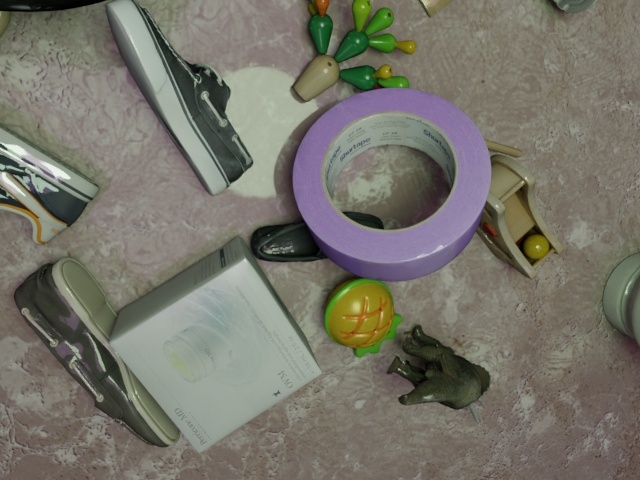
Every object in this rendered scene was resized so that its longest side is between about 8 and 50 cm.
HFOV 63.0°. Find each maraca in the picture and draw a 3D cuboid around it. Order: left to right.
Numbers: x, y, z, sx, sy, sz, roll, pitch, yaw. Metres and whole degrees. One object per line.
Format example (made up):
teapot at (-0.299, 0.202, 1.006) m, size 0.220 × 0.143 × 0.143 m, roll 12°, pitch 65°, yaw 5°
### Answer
maraca at (0.074, 0.132, 0.880) m, size 0.127 × 0.099 × 0.186 m, roll -39°, pitch 132°, yaw 0°

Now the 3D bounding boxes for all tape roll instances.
tape roll at (0.101, -0.083, 0.763) m, size 0.274 × 0.090 × 0.275 m, roll -3°, pitch 68°, yaw 8°

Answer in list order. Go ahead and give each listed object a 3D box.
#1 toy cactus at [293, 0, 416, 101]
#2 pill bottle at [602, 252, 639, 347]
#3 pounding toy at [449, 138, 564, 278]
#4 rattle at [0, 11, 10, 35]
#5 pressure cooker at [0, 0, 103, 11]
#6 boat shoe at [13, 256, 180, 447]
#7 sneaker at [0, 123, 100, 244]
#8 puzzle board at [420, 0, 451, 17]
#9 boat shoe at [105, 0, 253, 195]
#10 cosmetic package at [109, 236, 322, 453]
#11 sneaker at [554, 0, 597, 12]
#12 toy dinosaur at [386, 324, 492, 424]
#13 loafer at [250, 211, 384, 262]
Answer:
toy cactus at (0.033, -0.290, 0.798) m, size 0.180 × 0.112 × 0.219 m, roll -39°, pitch 109°, yaw 17°
pill bottle at (0.677, 0.141, 0.846) m, size 0.228 × 0.407 × 0.229 m, roll -2°, pitch 101°, yaw -12°
pounding toy at (0.321, -0.082, 0.858) m, size 0.155 × 0.154 × 0.269 m, roll -41°, pitch 106°, yaw -2°
rattle at (-0.474, -0.344, 0.649) m, size 0.130 × 0.143 × 0.200 m, roll 16°, pitch 104°, yaw 4°
pressure cooker at (-0.334, -0.451, 0.531) m, size 0.369 × 0.375 × 0.420 m, roll -32°, pitch 108°, yaw 1°
boat shoe at (-0.335, 0.184, 0.801) m, size 0.095 × 0.112 × 0.335 m, roll -28°, pitch 101°, yaw 7°
sneaker at (-0.473, -0.115, 0.696) m, size 0.321 × 0.126 × 0.127 m, roll 36°, pitch 86°, yaw -18°
puzzle board at (0.178, -0.439, 0.832) m, size 0.096 × 0.011 × 0.128 m, roll -39°, pitch 107°, yaw -4°
boat shoe at (-0.174, -0.195, 0.712) m, size 0.102 × 0.108 × 0.301 m, roll -37°, pitch 135°, yaw -13°
cosmetic package at (-0.156, 0.156, 0.807) m, size 0.224 × 0.138 × 0.224 m, roll -32°, pitch 108°, yaw -3°
sneaker at (0.384, -0.509, 0.835) m, size 0.115 × 0.105 × 0.281 m, roll -34°, pitch 106°, yaw -35°
toy dinosaur at (0.207, 0.223, 0.867) m, size 0.160 × 0.313 × 0.121 m, roll 22°, pitch 84°, yaw 22°
loafer at (0.000, 0.000, 0.844) m, size 0.223 × 0.078 × 0.076 m, roll -8°, pitch 103°, yaw -11°
